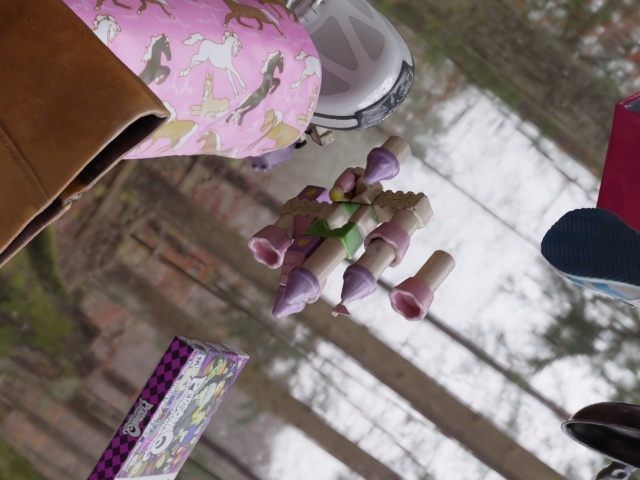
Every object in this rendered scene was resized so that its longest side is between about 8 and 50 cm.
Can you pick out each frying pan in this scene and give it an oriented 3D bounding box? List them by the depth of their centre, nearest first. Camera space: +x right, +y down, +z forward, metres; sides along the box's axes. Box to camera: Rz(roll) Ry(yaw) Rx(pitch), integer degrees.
[{"bbox_3d":[0.386,0.249,1.345,0.326,0.197,0.053,46,61,-57],"label":"frying pan"}]

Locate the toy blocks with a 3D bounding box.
[{"bbox_3d":[0.000,0.000,1.815,0.288,0.309,0.260,7,-138,40],"label":"toy blocks"}]

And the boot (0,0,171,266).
[{"bbox_3d":[-0.260,-0.091,0.657,0.264,0.280,0.096,-36,176,0],"label":"boot"}]

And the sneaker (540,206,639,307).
[{"bbox_3d":[0.323,0.035,1.206,0.228,0.092,0.087,24,-108,47],"label":"sneaker"}]

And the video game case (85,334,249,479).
[{"bbox_3d":[-0.204,0.240,1.605,0.232,0.042,0.210,-58,162,1],"label":"video game case"}]

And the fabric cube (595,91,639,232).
[{"bbox_3d":[0.595,-0.084,1.794,0.259,0.254,0.258,-27,131,-40],"label":"fabric cube"}]

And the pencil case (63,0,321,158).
[{"bbox_3d":[-0.156,-0.152,1.091,0.167,0.160,0.386,-44,162,31],"label":"pencil case"}]

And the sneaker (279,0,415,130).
[{"bbox_3d":[-0.089,-0.310,1.335,0.169,0.447,0.257,-44,150,-1],"label":"sneaker"}]
